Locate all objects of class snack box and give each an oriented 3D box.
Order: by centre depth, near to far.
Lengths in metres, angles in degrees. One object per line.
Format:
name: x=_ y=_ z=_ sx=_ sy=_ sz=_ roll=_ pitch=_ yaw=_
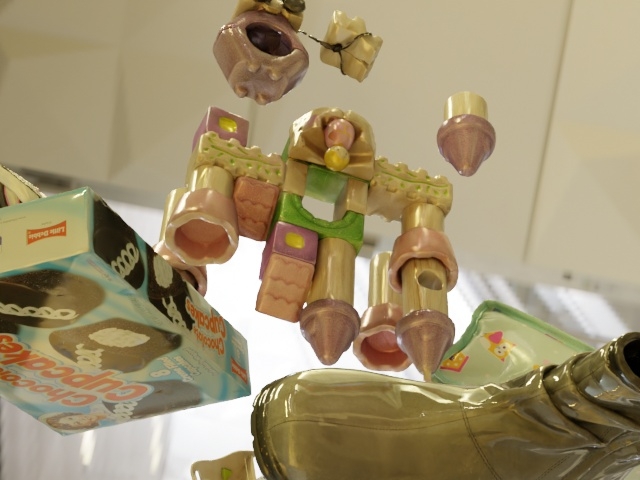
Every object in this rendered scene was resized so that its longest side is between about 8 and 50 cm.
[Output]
snack box: x=-0.198 y=0.069 z=1.222 sx=0.322 sy=0.187 sz=0.060 roll=51 pitch=-151 yaw=-59

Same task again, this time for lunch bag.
lunch bag: x=0.240 y=0.217 z=1.562 sx=0.160 sy=0.262 sz=0.223 roll=-48 pitch=-27 yaw=-44

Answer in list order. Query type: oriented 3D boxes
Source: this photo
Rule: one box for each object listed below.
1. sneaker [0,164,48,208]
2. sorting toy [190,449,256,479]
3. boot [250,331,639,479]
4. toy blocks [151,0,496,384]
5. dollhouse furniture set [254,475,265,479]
sneaker: x=-0.270 y=-0.005 z=1.393 sx=0.077 sy=0.178 sz=0.072 roll=-50 pitch=-13 yaw=-3
sorting toy: x=-0.102 y=0.261 z=1.598 sx=0.045 sy=0.075 sz=0.083 roll=-42 pitch=44 yaw=36
boot: x=0.099 y=0.083 z=0.770 sx=0.246 sy=0.161 sz=0.083 roll=13 pitch=-125 yaw=-39
toy blocks: x=0.000 y=0.000 z=1.350 sx=0.260 sy=0.288 sz=0.309 roll=-85 pitch=16 yaw=-47
dollhouse furniture set: x=-0.006 y=0.330 z=1.356 sx=0.259 sy=0.262 sz=0.135 roll=59 pitch=-170 yaw=2
